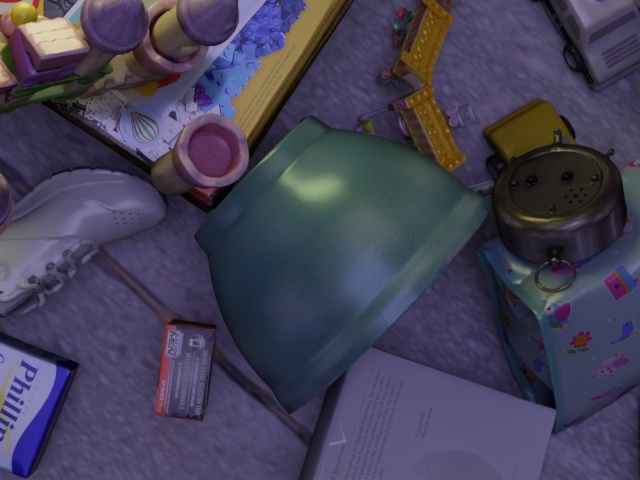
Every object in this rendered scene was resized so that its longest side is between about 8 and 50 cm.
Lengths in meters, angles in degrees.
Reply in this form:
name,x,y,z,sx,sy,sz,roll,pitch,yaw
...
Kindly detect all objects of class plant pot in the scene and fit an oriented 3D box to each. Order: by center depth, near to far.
name,x,y,z,sx,sy,sz,roll,pitch,yaw
plant pot,0.000,0.000,1.281,0.196,0.293,0.293,45,85,-1

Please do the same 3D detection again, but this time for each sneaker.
name,x,y,z,sx,sy,sz,roll,pitch,yaw
sneaker,-0.297,0.014,1.330,0.297,0.111,0.129,-17,62,2

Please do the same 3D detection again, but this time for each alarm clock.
name,x,y,z,sx,sy,sz,roll,pitch,yaw
alarm clock,0.234,-0.025,1.259,0.129,0.064,0.192,-4,49,17

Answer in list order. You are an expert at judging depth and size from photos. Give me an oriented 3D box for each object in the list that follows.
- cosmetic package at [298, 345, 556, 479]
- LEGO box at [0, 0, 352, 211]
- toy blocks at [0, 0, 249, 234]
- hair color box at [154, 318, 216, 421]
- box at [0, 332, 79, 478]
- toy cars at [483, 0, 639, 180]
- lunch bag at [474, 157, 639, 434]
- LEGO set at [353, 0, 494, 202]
name,x,y,z,sx,sy,sz,roll,pitch,yaw
cosmetic package,0.097,0.254,1.340,0.224,0.138,0.224,20,73,-5
LEGO box,-0.133,-0.335,1.330,0.372,0.193,0.500,32,85,-3
toy blocks,-0.215,-0.171,1.052,0.288,0.260,0.309,-16,89,-27
hair color box,-0.138,0.132,1.326,0.053,0.167,0.093,7,87,-5
box,-0.345,0.166,1.354,0.137,0.072,0.126,22,87,-5
toy cars,0.284,-0.166,1.416,0.176,0.087,0.394,11,87,-5
lunch bag,0.306,0.076,1.363,0.223,0.160,0.262,-29,134,-7
LEGO set,0.102,-0.164,1.412,0.132,0.107,0.287,-4,83,-40
